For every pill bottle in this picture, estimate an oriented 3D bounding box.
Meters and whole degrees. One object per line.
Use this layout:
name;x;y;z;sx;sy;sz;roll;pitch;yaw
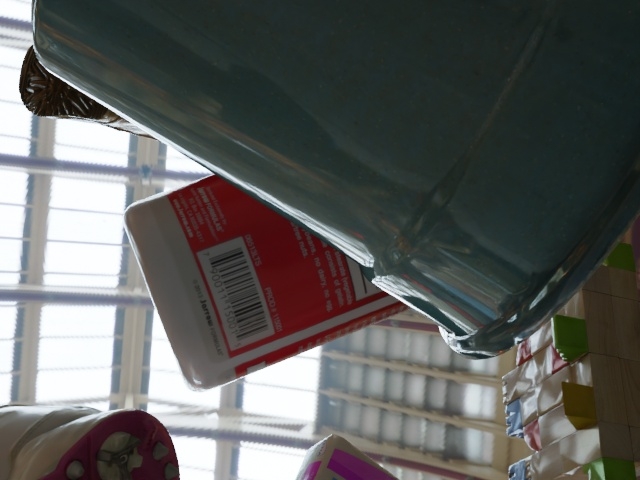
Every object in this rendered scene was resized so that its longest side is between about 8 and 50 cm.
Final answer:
pill bottle;0.000;0.000;1.025;0.407;0.229;0.229;-20;-87;-12

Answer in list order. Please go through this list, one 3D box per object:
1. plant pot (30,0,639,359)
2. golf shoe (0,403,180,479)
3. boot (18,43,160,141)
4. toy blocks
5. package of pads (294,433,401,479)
plant pot;0.024;-0.149;0.575;0.334;0.341;0.341;27;-95;-5
golf shoe;-0.208;0.179;0.417;0.306;0.140;0.115;-32;-58;-44
boot;-0.212;-0.159;1.113;0.269;0.236;0.089;12;-79;-49
toy blocks;0.368;0.220;1.312;0.190;0.261;0.381;11;-121;-14
package of pads;0.073;0.428;1.129;0.296;0.101;0.229;36;-134;-7
